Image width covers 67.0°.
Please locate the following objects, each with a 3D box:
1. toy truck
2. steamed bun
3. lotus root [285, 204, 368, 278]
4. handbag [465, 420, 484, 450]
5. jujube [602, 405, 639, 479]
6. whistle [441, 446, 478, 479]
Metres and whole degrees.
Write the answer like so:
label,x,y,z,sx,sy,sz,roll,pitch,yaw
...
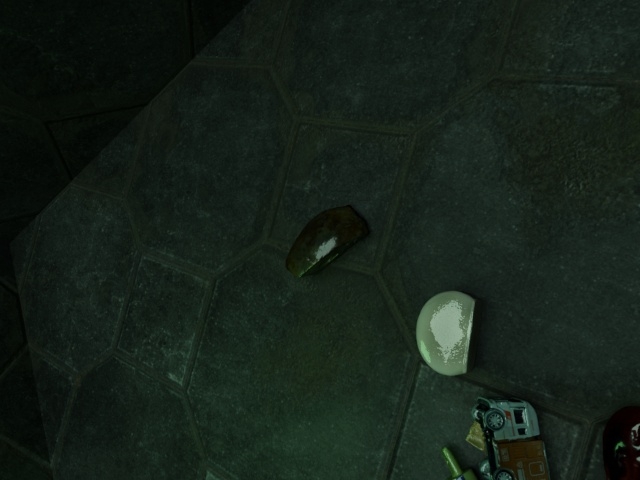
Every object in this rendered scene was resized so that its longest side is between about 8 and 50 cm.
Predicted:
label,x,y,z,sx,sy,sz,roll,pitch,yaw
toy truck,0.516,0.572,1.286,0.162,0.136,0.305,-5,78,-1
steamed bun,0.373,0.265,1.421,0.164,0.146,0.241,8,86,27
lotus root,-0.001,0.001,1.694,0.314,0.142,0.210,-50,60,14
handbag,0.461,0.556,1.395,0.061,0.027,0.083,27,98,31
jujube,0.758,0.516,1.148,0.168,0.168,0.236,18,95,32
whistle,0.406,0.696,1.364,0.085,0.105,0.227,-24,69,-12
